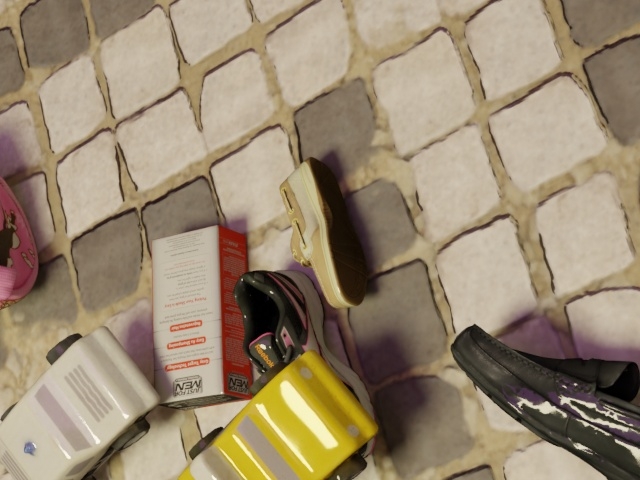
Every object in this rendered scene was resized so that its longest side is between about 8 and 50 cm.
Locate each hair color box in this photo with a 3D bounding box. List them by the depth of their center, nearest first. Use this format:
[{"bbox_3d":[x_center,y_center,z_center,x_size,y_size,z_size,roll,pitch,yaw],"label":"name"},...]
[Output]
[{"bbox_3d":[-0.098,0.064,1.280,0.072,0.043,0.141,-12,71,30],"label":"hair color box"}]

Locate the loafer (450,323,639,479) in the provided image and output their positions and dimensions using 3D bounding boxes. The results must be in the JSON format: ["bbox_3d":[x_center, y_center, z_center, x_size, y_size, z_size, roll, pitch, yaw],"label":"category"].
[{"bbox_3d":[0.190,0.114,1.066,0.223,0.076,0.078,32,92,29],"label":"loafer"}]

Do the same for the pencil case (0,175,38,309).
[{"bbox_3d":[-0.443,0.057,1.437,0.386,0.160,0.167,-29,98,24],"label":"pencil case"}]

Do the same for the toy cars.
[{"bbox_3d":[-0.134,0.165,1.211,0.394,0.087,0.176,3,108,35],"label":"toy cars"}]

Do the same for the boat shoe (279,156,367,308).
[{"bbox_3d":[0.000,0.000,1.231,0.045,0.050,0.135,-32,53,27],"label":"boat shoe"}]

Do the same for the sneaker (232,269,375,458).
[{"bbox_3d":[-0.024,0.099,1.203,0.072,0.077,0.178,-39,61,21],"label":"sneaker"}]
